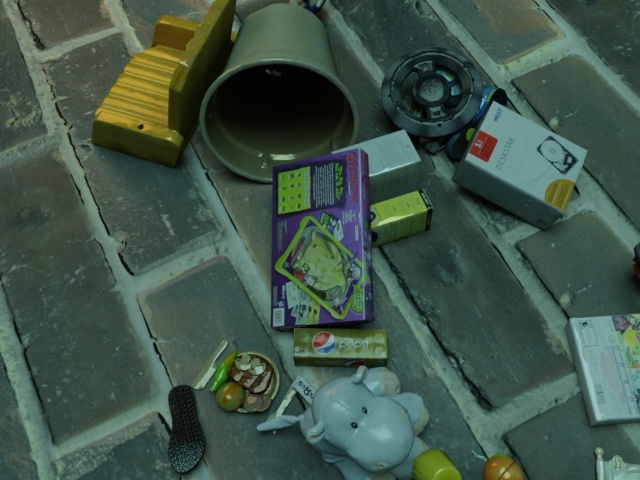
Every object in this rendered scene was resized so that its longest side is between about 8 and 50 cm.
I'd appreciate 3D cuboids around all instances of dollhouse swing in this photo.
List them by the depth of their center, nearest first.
[{"bbox_3d":[-0.362,-0.403,1.601,0.315,0.305,0.347,17,64,12],"label":"dollhouse swing"}]

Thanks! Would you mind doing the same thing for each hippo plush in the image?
[{"bbox_3d":[0.071,0.290,1.216,0.294,0.236,0.234,34,65,16],"label":"hippo plush"}]

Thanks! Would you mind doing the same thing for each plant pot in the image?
[{"bbox_3d":[-0.086,-0.348,1.577,0.334,0.334,0.305,-2,49,1],"label":"plant pot"}]

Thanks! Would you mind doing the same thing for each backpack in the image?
[{"bbox_3d":[0.297,-0.381,1.686,0.114,0.084,0.105,32,70,14],"label":"backpack"}]

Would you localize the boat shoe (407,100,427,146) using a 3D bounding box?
[{"bbox_3d":[0.214,-0.274,1.650,0.049,0.056,0.152,16,62,28],"label":"boat shoe"}]

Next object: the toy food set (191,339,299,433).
[{"bbox_3d":[-0.141,0.270,1.358,0.192,0.038,0.132,25,64,15],"label":"toy food set"}]

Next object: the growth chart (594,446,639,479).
[{"bbox_3d":[0.591,0.467,1.226,0.237,0.021,0.172,11,62,9],"label":"growth chart"}]

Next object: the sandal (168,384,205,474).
[{"bbox_3d":[-0.250,0.352,1.322,0.067,0.040,0.179,-8,46,-8],"label":"sandal"}]

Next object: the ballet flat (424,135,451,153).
[{"bbox_3d":[0.281,-0.242,1.639,0.041,0.041,0.114,29,66,17],"label":"ballet flat"}]

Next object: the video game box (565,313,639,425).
[{"bbox_3d":[0.581,0.239,1.342,0.187,0.048,0.205,-5,60,2],"label":"video game box"}]

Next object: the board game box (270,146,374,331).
[{"bbox_3d":[0.000,0.000,1.414,0.208,0.056,0.347,-10,71,31],"label":"board game box"}]

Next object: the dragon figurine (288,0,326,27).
[{"bbox_3d":[-0.034,-0.579,1.811,0.085,0.144,0.289,36,49,22],"label":"dragon figurine"}]

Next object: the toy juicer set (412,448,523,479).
[{"bbox_3d":[0.257,0.498,1.169,0.209,0.089,0.329,-3,94,-15],"label":"toy juicer set"}]

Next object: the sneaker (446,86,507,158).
[{"bbox_3d":[0.346,-0.271,1.642,0.209,0.069,0.082,-53,35,-13],"label":"sneaker"}]

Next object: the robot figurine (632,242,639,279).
[{"bbox_3d":[0.723,0.106,1.370,0.211,0.085,0.291,-11,57,-31],"label":"robot figurine"}]

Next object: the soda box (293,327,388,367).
[{"bbox_3d":[0.039,0.208,1.375,0.181,0.058,0.061,1,61,2],"label":"soda box"}]

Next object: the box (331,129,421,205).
[{"bbox_3d":[0.117,-0.145,1.532,0.170,0.130,0.091,-17,62,-8],"label":"box"}]

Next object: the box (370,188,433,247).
[{"bbox_3d":[0.118,-0.032,1.494,0.232,0.087,0.058,-19,60,-7],"label":"box"}]

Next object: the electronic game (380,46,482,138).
[{"bbox_3d":[0.251,-0.337,1.612,0.229,0.048,0.229,-2,72,8],"label":"electronic game"}]

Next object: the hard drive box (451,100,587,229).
[{"bbox_3d":[0.426,-0.160,1.523,0.232,0.089,0.181,28,64,2],"label":"hard drive box"}]
